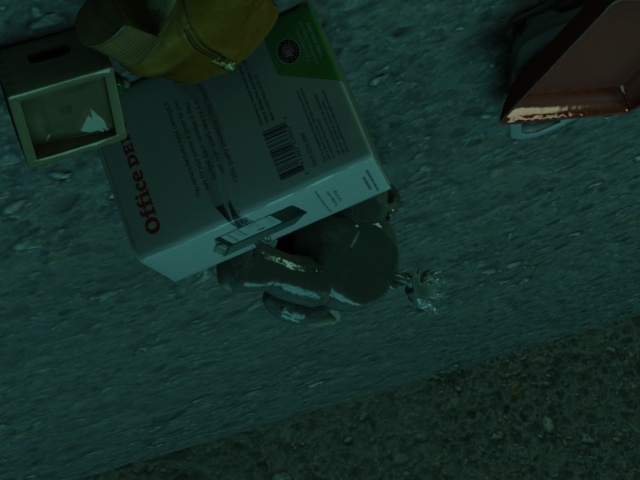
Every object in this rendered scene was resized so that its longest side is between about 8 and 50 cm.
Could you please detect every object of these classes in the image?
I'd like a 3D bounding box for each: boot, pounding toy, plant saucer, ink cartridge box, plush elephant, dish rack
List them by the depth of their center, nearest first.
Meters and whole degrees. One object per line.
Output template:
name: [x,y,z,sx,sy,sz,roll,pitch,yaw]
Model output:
boot: [-0.087,-0.261,1.216,0.295,0.104,0.211,-31,166,22]
pounding toy: [-0.265,-0.161,1.294,0.141,0.100,0.130,-19,145,-14]
ink cartridge box: [-0.095,-0.108,1.402,0.289,0.211,0.121,-23,161,7]
plant saucer: [0.383,-0.247,1.561,0.259,0.047,0.258,-9,155,-33]
dish rack: [0.406,-0.273,1.681,0.333,0.072,0.285,-21,159,-1]
plush elephant: [0.000,0.000,1.767,0.330,0.271,0.255,32,172,-27]
